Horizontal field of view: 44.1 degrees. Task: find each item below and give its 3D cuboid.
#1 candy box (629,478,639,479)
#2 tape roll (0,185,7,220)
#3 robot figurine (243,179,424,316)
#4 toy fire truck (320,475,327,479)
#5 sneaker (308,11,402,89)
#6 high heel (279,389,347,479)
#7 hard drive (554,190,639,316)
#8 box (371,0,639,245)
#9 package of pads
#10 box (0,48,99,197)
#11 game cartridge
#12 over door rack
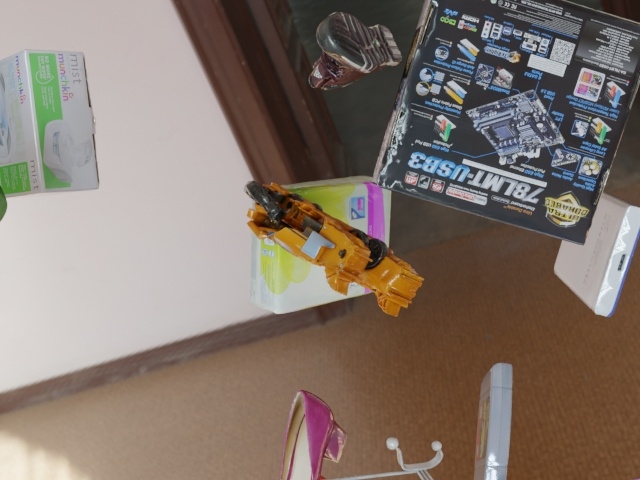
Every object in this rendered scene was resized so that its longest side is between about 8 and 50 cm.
[{"bbox_3d":[0.654,0.549,1.574,0.164,0.196,0.070,-20,42,26],"label":"candy box"},{"bbox_3d":[-0.621,-0.029,1.129,0.321,0.077,0.321,-28,-9,-5],"label":"tape roll"},{"bbox_3d":[0.000,0.000,1.118,0.291,0.211,0.085,32,95,50],"label":"robot figurine"},{"bbox_3d":[0.029,0.542,1.459,0.047,0.192,0.135,-27,34,-37],"label":"toy fire truck"},{"bbox_3d":[0.029,-0.321,1.431,0.162,0.107,0.281,-24,-6,28],"label":"sneaker"},{"bbox_3d":[-0.040,0.322,1.036,0.082,0.117,0.244,2,51,41],"label":"high heel"},{"bbox_3d":[0.557,0.009,1.604,0.040,0.210,0.319,14,12,0],"label":"hard drive"},{"bbox_3d":[0.248,-0.173,1.038,0.295,0.294,0.073,15,8,-3],"label":"box"},{"bbox_3d":[0.002,0.005,1.492,0.296,0.229,0.101,-9,17,-39],"label":"package of pads"},{"bbox_3d":[-0.546,-0.217,1.530,0.126,0.262,0.231,-9,7,-43],"label":"box"},{"bbox_3d":[0.400,0.439,1.828,0.060,0.196,0.295,8,71,2],"label":"game cartridge"},{"bbox_3d":[0.125,0.448,1.294,0.324,0.108,0.239,-7,33,-25],"label":"over door rack"}]
